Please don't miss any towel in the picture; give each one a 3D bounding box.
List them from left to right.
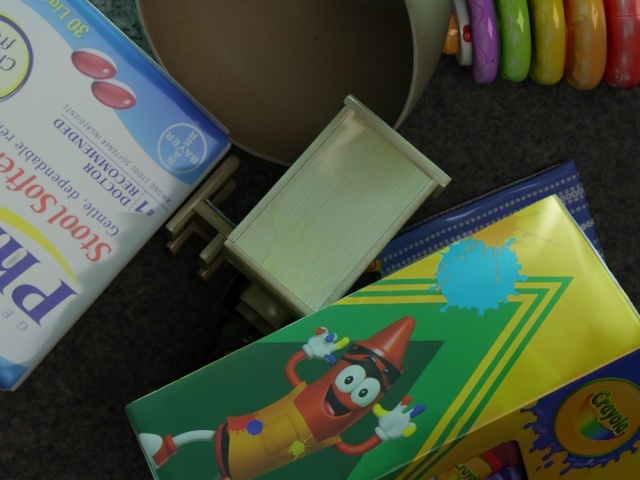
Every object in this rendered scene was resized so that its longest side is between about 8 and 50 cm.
[{"bbox_3d":[0.203,0.116,1.568,0.243,0.040,0.336,-23,102,-15],"label":"towel"}]

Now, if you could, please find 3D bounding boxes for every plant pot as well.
[{"bbox_3d":[0.005,-0.232,1.368,0.191,0.284,0.284,-45,110,-43],"label":"plant pot"}]

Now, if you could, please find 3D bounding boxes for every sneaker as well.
[{"bbox_3d":[-0.072,0.103,1.452,0.067,0.078,0.188,28,80,-18],"label":"sneaker"}]

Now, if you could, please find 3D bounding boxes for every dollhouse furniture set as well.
[{"bbox_3d":[0.000,0.000,1.334,0.212,0.242,0.161,41,77,3],"label":"dollhouse furniture set"}]

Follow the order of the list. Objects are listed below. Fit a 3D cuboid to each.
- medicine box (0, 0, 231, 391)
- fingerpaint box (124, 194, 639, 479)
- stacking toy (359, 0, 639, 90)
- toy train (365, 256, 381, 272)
[{"bbox_3d":[-0.274,-0.068,1.333,0.263,0.149,0.289,43,81,-17],"label":"medicine box"},{"bbox_3d":[0.092,0.213,1.313,0.371,0.163,0.445,-26,146,-4],"label":"fingerpaint box"},{"bbox_3d":[0.182,-0.209,1.485,0.302,0.166,0.175,-8,108,-3],"label":"stacking toy"},{"bbox_3d":[0.034,-0.043,1.459,0.046,0.166,0.125,-3,123,13],"label":"toy train"}]
